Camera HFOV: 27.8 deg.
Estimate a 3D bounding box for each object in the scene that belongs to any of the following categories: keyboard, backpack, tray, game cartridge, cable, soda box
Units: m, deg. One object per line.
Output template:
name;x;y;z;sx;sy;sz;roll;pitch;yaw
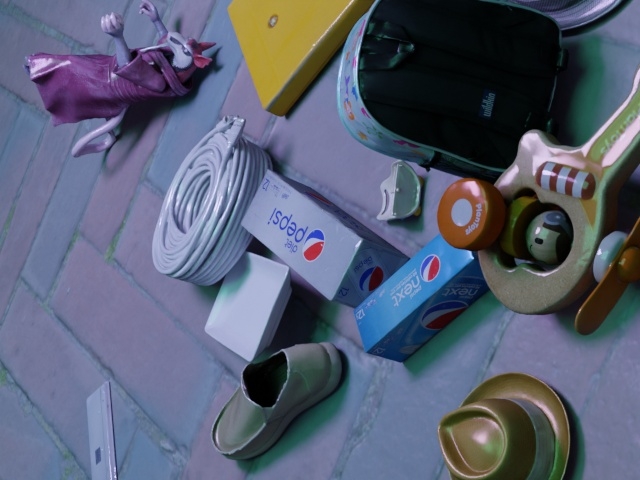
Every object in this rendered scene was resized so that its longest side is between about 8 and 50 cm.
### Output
keyboard;-0.377;0.367;2.227;0.072;0.014;0.256;-46;42;38
backpack;0.148;-0.195;1.589;0.191;0.254;0.225;163;119;-71
tray;-0.103;0.094;1.921;0.145;0.030;0.270;-69;20;-2
game cartridge;-0.014;-0.401;2.074;0.323;0.053;0.285;-46;42;26
cable;-0.177;-0.052;2.070;0.257;0.089;0.257;-25;49;53
soda box;0.137;0.066;1.636;0.210;0.067;0.071;-45;44;32
soda box;0.000;0.000;1.827;0.286;0.091;0.098;37;103;53

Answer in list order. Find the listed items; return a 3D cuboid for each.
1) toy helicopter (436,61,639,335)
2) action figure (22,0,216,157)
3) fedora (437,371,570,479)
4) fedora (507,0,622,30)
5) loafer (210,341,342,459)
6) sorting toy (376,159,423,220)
toy helicopter;0.306;-0.057;1.411;0.355;0.140;0.235;-54;48;26
action figure;-0.350;-0.287;2.341;0.370;0.248;0.275;-4;105;27
fedora;0.194;0.233;1.474;0.194;0.079;0.194;-28;53;44
fedora;0.273;-0.391;1.609;0.275;0.124;0.243;33;105;56
loafer;-0.082;0.220;1.833;0.268;0.092;0.102;-44;43;32
sorting toy;0.101;-0.059;1.768;0.075;0.045;0.083;-18;61;57
